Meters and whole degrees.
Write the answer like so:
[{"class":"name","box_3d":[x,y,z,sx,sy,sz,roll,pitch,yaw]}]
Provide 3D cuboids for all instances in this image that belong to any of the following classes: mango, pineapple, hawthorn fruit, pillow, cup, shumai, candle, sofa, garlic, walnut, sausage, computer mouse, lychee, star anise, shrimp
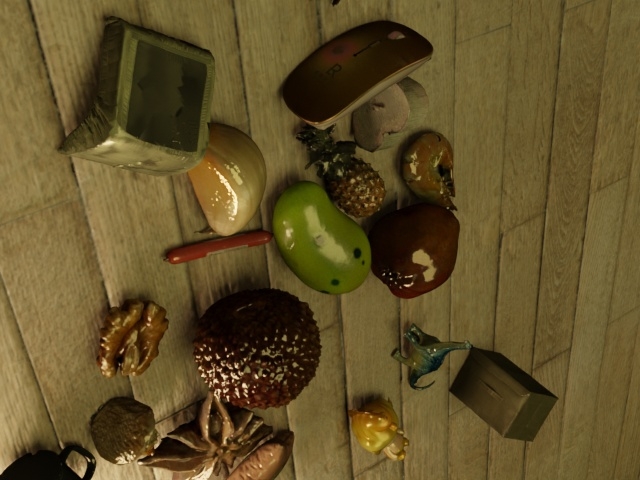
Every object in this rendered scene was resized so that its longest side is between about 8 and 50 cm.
[{"class":"mango","box_3d":[0.000,0.000,1.824,0.175,0.143,0.293,-31,128,4]},{"class":"pineapple","box_3d":[0.037,-0.152,1.788,0.125,0.125,0.251,-45,129,-7]},{"class":"hawthorn fruit","box_3d":[0.225,0.007,1.988,0.248,0.208,0.208,-45,137,-31]},{"class":"pillow","box_3d":[-0.152,0.542,2.037,0.236,0.084,0.223,-48,170,-4]},{"class":"cup","box_3d":[-0.527,0.494,1.713,0.176,0.169,0.223,65,36,-34]},{"class":"shumai","box_3d":[-0.388,0.393,1.790,0.145,0.145,0.116,-53,157,1]},{"class":"candle","box_3d":[0.129,-0.277,1.765,0.068,0.192,0.168,-11,78,-35]},{"class":"sofa","box_3d":[-0.304,-0.236,1.483,0.210,0.176,0.225,9,81,-42]},{"class":"garlic","box_3d":[-0.181,-0.111,1.640,0.164,0.145,0.245,-8,128,2]},{"class":"walnut","box_3d":[-0.371,0.184,1.692,0.143,0.069,0.170,6,113,-42]},{"class":"sausage","box_3d":[-0.199,0.011,1.748,0.253,0.034,0.034,-13,123,-32]},{"class":"computer mouse","box_3d":[0.073,-0.329,1.675,0.310,0.158,0.072,-35,146,-17]},{"class":"lychee","box_3d":[-0.123,0.229,1.787,0.267,0.267,0.267,-20,127,-29]},{"class":"star anise","box_3d":[-0.229,0.428,1.929,0.349,0.109,0.292,-46,151,9]},{"class":"shrimp","box_3d":[0.265,-0.147,2.009,0.145,0.061,0.267,-53,134,-13]}]

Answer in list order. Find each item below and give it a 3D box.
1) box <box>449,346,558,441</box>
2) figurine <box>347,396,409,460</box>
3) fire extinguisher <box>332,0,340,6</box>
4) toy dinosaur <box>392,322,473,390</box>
[{"class":"box","box_3d":[0.503,0.425,2.422,0.155,0.231,0.149,17,105,-43]},{"class":"figurine","box_3d":[0.159,0.494,2.270,0.246,0.131,0.156,55,43,-43]},{"class":"fire extinguisher","box_3d":[-0.015,-0.520,1.560,0.252,0.106,0.075,39,51,-46]},{"class":"toy dinosaur","box_3d":[0.263,0.290,2.217,0.076,0.147,0.363,-48,172,-32]}]
